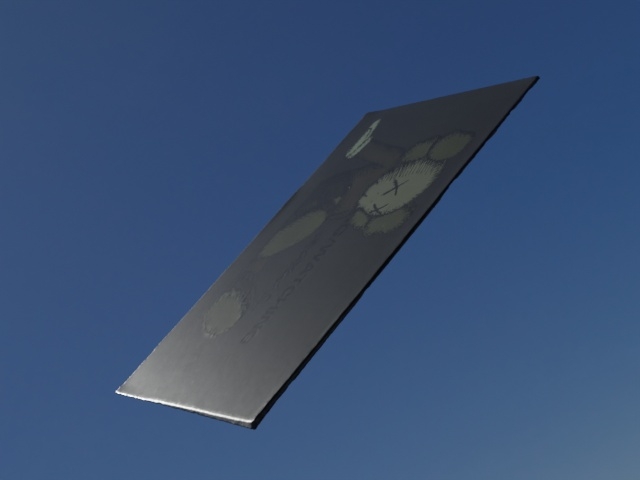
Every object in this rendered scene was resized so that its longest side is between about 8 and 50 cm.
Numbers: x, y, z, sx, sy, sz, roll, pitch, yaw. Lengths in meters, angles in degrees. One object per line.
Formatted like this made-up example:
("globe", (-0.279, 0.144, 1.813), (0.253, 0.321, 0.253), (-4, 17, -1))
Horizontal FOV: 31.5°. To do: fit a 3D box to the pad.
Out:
("pad", (0.000, 0.000, 0.478), (0.190, 0.004, 0.127), (-50, 23, -23))
